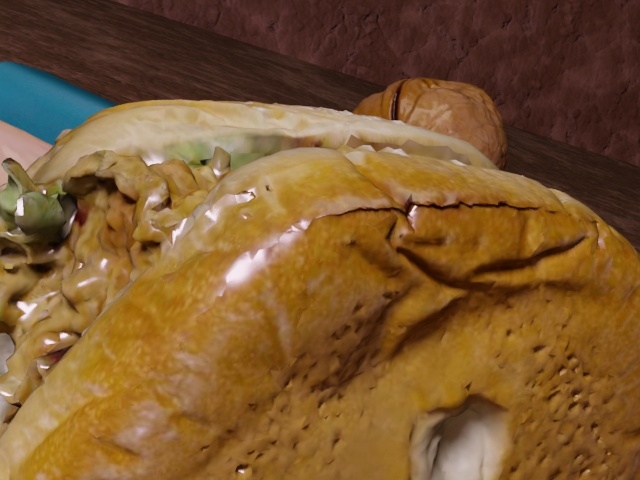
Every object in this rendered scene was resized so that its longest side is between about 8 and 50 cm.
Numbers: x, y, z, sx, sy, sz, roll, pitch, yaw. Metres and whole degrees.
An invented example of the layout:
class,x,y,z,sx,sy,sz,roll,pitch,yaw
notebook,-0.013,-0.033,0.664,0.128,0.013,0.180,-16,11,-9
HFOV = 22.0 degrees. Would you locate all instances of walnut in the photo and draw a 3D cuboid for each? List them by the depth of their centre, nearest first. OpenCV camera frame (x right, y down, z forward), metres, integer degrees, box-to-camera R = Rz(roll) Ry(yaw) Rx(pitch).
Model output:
class,x,y,z,sx,sy,sz,roll,pitch,yaw
walnut,0.094,-0.082,1.523,0.144,0.144,0.180,23,14,20

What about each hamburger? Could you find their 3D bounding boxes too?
class,x,y,z,sx,sy,sz,roll,pitch,yaw
hamburger,-0.005,0.051,0.446,0.215,0.189,0.122,0,26,-29

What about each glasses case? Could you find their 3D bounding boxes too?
class,x,y,z,sx,sy,sz,roll,pitch,yaw
glasses case,-0.101,-0.045,1.150,0.301,0.070,0.117,23,10,26

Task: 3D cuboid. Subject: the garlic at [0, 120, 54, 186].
class,x,y,z,sx,sy,sz,roll,pitch,yaw
garlic,-0.118,0.011,0.545,0.245,0.164,0.145,23,-8,-10
